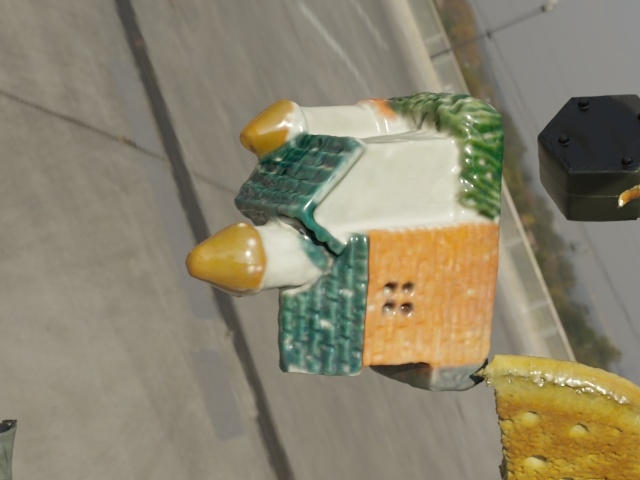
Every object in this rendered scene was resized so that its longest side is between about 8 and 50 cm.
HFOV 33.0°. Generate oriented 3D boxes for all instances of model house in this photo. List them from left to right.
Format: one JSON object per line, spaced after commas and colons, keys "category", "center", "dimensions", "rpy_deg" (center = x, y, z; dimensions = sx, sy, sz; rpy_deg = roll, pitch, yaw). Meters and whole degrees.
{"category": "model house", "center": [0.000, 0.000, 0.961], "dimensions": [0.190, 0.301, 0.271], "rpy_deg": [17, -74, 54]}

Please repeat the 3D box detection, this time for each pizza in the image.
{"category": "pizza", "center": [0.246, 0.195, 1.021], "dimensions": [0.292, 0.197, 0.058], "rpy_deg": [30, 42, -16]}

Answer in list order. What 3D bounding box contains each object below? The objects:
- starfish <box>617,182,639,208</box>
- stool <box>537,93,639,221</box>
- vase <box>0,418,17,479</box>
{"category": "starfish", "center": [0.492, -0.097, 1.362], "dimensions": [0.247, 0.138, 0.050], "rpy_deg": [116, -18, -60]}
{"category": "stool", "center": [0.502, -0.147, 1.917], "dimensions": [0.141, 0.232, 0.232], "rpy_deg": [71, 5, -47]}
{"category": "vase", "center": [-0.237, 0.214, 0.766], "dimensions": [0.059, 0.059, 0.166], "rpy_deg": [13, 70, -78]}
